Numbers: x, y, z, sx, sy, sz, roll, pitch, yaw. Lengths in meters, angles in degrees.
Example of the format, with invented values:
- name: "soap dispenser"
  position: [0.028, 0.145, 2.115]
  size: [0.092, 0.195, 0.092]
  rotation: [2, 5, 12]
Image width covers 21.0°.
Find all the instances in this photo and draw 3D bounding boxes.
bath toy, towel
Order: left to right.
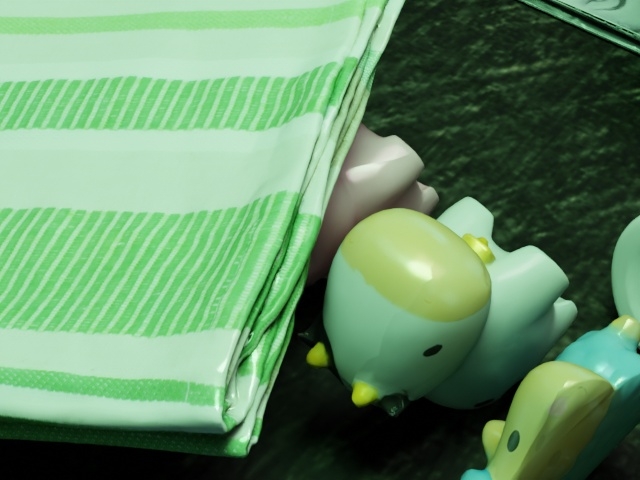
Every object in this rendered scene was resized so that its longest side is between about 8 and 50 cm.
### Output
- name: "towel"
  position: [-0.098, -0.047, 0.805]
  size: [0.248, 0.038, 0.324]
  rotation: [0, 51, 23]
- name: "bath toy"
  position: [0.000, 0.000, 0.846]
  size: [0.129, 0.151, 0.348]
  rotation: [-46, 59, -5]

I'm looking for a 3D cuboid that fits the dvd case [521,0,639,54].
- name: "dvd case"
  position: [0.189, -0.206, 1.272]
  size: [0.221, 0.018, 0.164]
  rotation: [28, 37, 19]

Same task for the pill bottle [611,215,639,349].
- name: "pill bottle"
  position: [0.239, 0.015, 0.930]
  size: [0.152, 0.086, 0.086]
  rotation: [-10, 42, -31]
